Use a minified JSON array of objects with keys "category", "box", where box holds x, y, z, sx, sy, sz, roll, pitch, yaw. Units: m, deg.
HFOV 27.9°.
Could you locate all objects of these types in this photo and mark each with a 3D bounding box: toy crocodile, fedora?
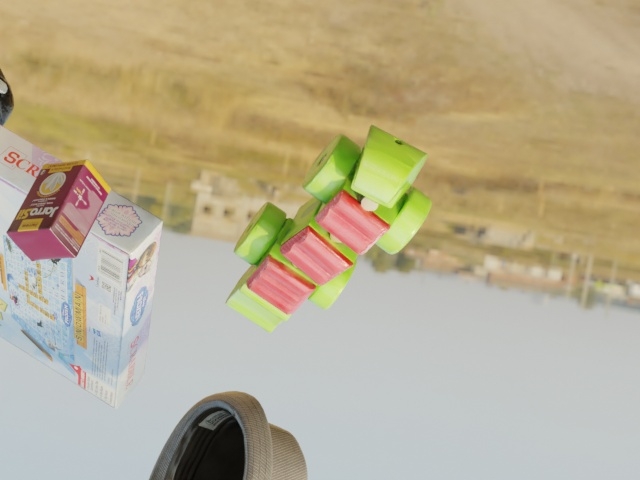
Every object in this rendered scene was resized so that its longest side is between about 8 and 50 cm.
[{"category":"toy crocodile","box":[0.000,0.000,1.257,0.115,0.105,0.340,37,137,-10]},{"category":"fedora","box":[-0.107,0.321,1.569,0.124,0.275,0.244,20,-177,-34]}]

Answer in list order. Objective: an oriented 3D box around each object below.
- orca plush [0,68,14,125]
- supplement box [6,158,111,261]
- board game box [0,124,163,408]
[{"category":"orca plush","box":[-0.526,-0.286,1.807,0.287,0.102,0.151,37,148,7]},{"category":"supplement box","box":[-0.232,-0.027,1.143,0.055,0.083,0.043,-4,139,30]},{"category":"board game box","box":[-0.342,0.016,1.508,0.318,0.066,0.318,30,141,11]}]
